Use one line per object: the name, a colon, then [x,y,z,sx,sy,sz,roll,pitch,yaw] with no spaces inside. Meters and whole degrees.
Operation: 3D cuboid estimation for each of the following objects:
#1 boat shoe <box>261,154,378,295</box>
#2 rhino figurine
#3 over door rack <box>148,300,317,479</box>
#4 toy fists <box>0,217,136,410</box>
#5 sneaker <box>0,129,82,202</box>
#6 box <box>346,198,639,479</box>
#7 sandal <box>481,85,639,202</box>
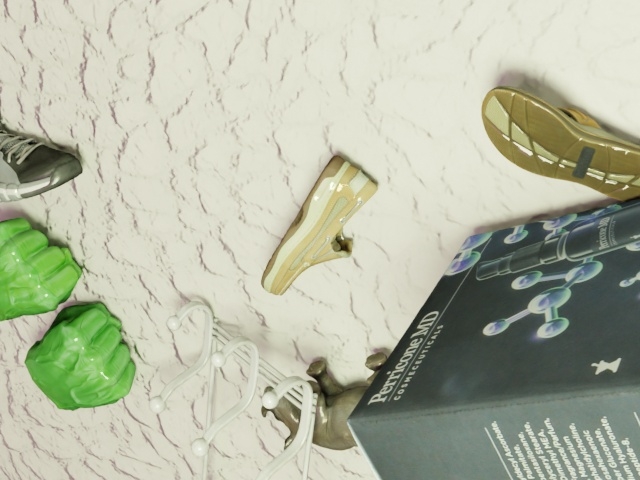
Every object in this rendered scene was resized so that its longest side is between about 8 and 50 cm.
boat shoe: [0.000,0.000,1.237,0.072,0.068,0.190,31,129,-1]
rhino figurine: [0.015,0.196,1.328,0.243,0.073,0.106,-13,114,42]
over door rack: [-0.098,0.262,1.361,0.239,0.108,0.324,31,133,49]
toy fists: [-0.341,0.095,1.489,0.142,0.096,0.279,-22,104,49]
sneaker: [-0.396,-0.118,1.410,0.229,0.086,0.132,-3,111,35]
box: [0.277,0.118,0.959,0.395,0.293,0.212,-14,114,37]
sandal: [0.230,-0.090,1.051,0.180,0.049,0.072,22,132,3]
